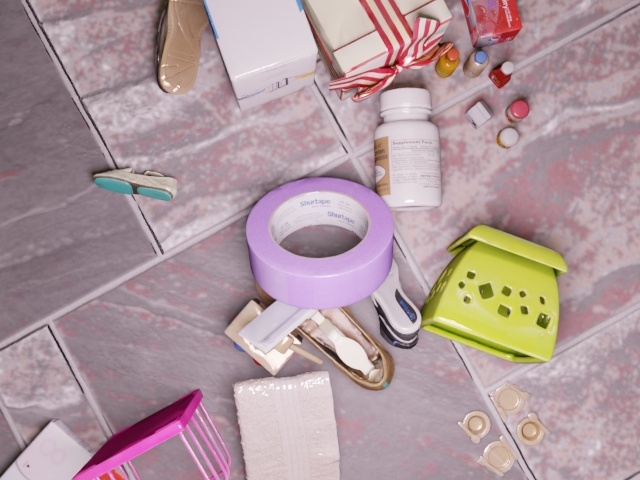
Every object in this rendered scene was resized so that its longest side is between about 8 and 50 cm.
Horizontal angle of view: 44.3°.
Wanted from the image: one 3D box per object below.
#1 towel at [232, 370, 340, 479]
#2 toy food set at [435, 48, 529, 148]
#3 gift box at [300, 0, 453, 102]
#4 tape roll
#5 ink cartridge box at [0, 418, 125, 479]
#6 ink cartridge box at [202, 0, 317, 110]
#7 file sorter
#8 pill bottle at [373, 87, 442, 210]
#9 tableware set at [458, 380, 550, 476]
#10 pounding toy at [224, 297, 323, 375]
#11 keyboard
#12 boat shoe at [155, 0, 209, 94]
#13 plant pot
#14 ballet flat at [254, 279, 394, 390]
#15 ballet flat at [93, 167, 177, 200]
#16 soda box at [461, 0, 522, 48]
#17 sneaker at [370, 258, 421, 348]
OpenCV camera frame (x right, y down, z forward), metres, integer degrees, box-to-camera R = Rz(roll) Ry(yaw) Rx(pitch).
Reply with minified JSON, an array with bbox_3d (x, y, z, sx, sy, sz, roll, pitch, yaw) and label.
[{"bbox_3d":[-0.061,0.379,1.504,0.187,0.049,0.282,-7,115,-2],"label":"towel"},{"bbox_3d":[0.339,-0.298,1.570,0.111,0.104,0.232,-36,88,-2],"label":"toy food set"},{"bbox_3d":[0.088,-0.420,1.496,0.255,0.276,0.258,-28,89,3],"label":"gift box"},{"bbox_3d":[0.000,0.000,1.479,0.275,0.090,0.275,-1,44,1],"label":"tape roll"},{"bbox_3d":[-0.502,0.498,1.548,0.232,0.066,0.189,41,87,6],"label":"ink cartridge box"},{"bbox_3d":[-0.112,-0.378,1.506,0.168,0.232,0.171,-20,87,-4],"label":"ink cartridge box"},{"bbox_3d":[-0.284,0.423,1.438,0.202,0.291,0.182,-29,91,-2],"label":"file sorter"},{"bbox_3d":[0.171,-0.176,1.549,0.131,0.131,0.229,-2,87,-1],"label":"pill bottle"},{"bbox_3d":[0.369,0.378,1.578,0.169,0.020,0.141,-40,88,-2],"label":"tableware set"},{"bbox_3d":[-0.091,0.204,1.490,0.181,0.206,0.094,41,88,1],"label":"pounding toy"},{"bbox_3d":[-0.037,0.112,1.441,0.072,0.014,0.256,24,48,35],"label":"keyboard"},{"bbox_3d":[-0.278,-0.432,1.575,0.103,0.092,0.285,10,91,-36],"label":"boat shoe"},{"bbox_3d":[0.330,0.101,1.496,0.227,0.228,0.207,20,80,1],"label":"plant pot"},{"bbox_3d":[0.009,0.163,1.504,0.116,0.124,0.342,-44,89,-1],"label":"ballet flat"},{"bbox_3d":[-0.371,-0.119,1.589,0.168,0.057,0.052,13,59,-3],"label":"ballet flat"},{"bbox_3d":[0.328,-0.532,1.593,0.092,0.083,0.263,-13,88,0],"label":"soda box"},{"bbox_3d":[0.127,0.122,1.563,0.079,0.121,0.217,-15,53,-13],"label":"sneaker"}]
